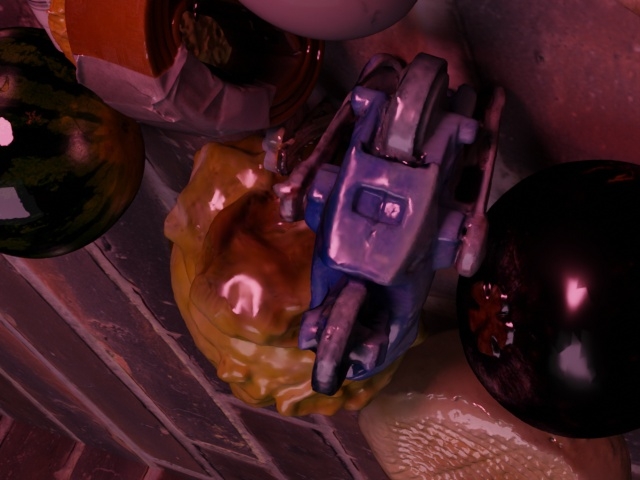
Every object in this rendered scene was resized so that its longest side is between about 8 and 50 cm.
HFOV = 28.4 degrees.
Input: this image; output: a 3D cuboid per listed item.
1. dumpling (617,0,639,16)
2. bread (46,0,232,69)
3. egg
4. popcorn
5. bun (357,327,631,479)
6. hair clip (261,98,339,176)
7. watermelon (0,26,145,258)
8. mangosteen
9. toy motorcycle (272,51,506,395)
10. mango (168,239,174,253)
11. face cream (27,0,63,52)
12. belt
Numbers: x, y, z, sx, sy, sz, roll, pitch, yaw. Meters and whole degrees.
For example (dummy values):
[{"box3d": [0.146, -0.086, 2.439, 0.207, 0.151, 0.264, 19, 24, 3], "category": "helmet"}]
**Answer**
[{"box3d": [0.348, -0.120, 0.939, 0.332, 0.086, 0.166, 32, 159, -25], "category": "dumpling"}, {"box3d": [-0.173, -0.207, 1.189, 0.139, 0.143, 0.229, 9, 149, 31], "category": "bread"}, {"box3d": [-0.011, -0.235, 0.966, 0.198, 0.146, 0.146, 35, 156, 0], "category": "egg"}, {"box3d": [-0.018, 0.036, 1.392, 0.312, 0.312, 0.312, 21, 156, 10], "category": "popcorn"}, {"box3d": [0.239, 0.239, 1.644, 0.364, 0.202, 0.364, 22, 150, 13], "category": "bun"}, {"box3d": [-0.021, -0.107, 1.226, 0.056, 0.214, 0.062, 5, 110, 19], "category": "hair clip"}, {"box3d": [-0.325, -0.106, 1.431, 0.269, 0.269, 0.269, 21, 156, 10], "category": "watermelon"}, {"box3d": [0.281, 0.050, 1.197, 0.302, 0.275, 0.275, -5, 168, -25], "category": "mangosteen"}, {"box3d": [0.078, -0.004, 1.149, 0.182, 0.319, 0.241, 15, 173, 37], "category": "toy motorcycle"}, {"box3d": [-0.126, 0.016, 1.676, 0.137, 0.098, 0.195, 16, 162, 15], "category": "mango"}, {"box3d": [-0.288, -0.287, 1.256, 0.092, 0.058, 0.244, 19, 151, 30], "category": "face cream"}, {"box3d": [-0.102, -0.182, 1.097, 0.105, 0.184, 0.261, 13, -174, 31], "category": "belt"}]
